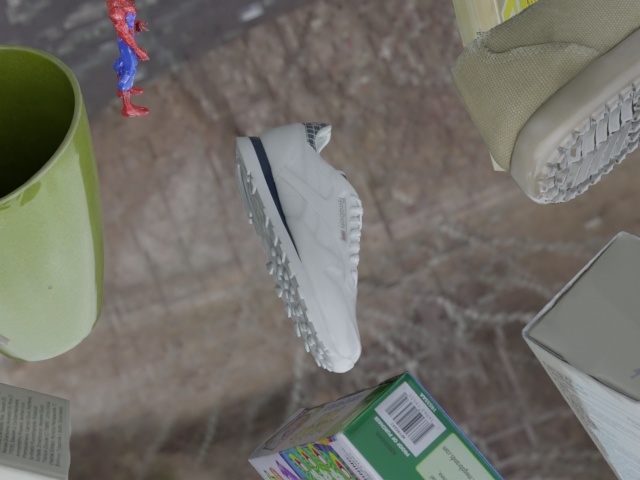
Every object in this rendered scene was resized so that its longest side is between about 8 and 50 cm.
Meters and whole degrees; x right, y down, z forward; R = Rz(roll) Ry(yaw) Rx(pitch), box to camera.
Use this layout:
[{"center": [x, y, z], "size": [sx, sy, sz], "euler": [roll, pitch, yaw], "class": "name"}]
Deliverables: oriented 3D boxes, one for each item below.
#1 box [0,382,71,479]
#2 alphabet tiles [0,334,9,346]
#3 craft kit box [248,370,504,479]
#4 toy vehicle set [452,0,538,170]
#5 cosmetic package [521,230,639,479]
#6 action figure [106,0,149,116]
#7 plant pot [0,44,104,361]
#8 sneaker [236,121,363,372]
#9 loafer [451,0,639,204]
[{"center": [-0.299, 0.129, 1.102], "size": [0.275, 0.113, 0.094], "euler": [16, 110, -12], "class": "box"}, {"center": [-0.417, 0.060, 1.695], "size": [0.198, 0.009, 0.237], "euler": [35, 150, -28], "class": "alphabet tiles"}, {"center": [0.079, 0.192, 0.987], "size": [0.061, 0.250, 0.246], "euler": [-41, 180, -14], "class": "craft kit box"}, {"center": [0.159, -0.207, 1.475], "size": [0.035, 0.166, 0.267], "euler": [4, 141, 22], "class": "toy vehicle set"}, {"center": [0.311, 0.148, 1.465], "size": [0.129, 0.153, 0.296], "euler": [-45, 130, -10], "class": "cosmetic package"}, {"center": [-0.134, -0.140, 1.227], "size": [0.030, 0.038, 0.115], "euler": [-8, 137, -4], "class": "action figure"}, {"center": [-0.344, -0.013, 1.911], "size": [0.275, 0.275, 0.293], "euler": [-21, 134, -2], "class": "plant pot"}, {"center": [0.000, 0.000, 1.513], "size": [0.095, 0.235, 0.090], "euler": [-14, 158, -15], "class": "sneaker"}, {"center": [0.170, -0.123, 0.899], "size": [0.268, 0.092, 0.102], "euler": [-36, 156, -32], "class": "loafer"}]
